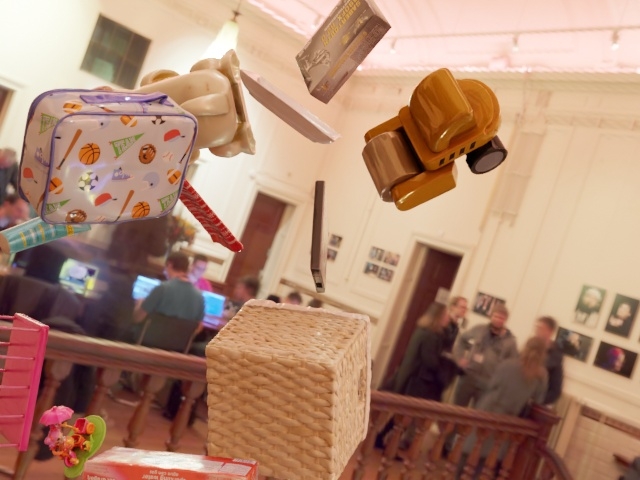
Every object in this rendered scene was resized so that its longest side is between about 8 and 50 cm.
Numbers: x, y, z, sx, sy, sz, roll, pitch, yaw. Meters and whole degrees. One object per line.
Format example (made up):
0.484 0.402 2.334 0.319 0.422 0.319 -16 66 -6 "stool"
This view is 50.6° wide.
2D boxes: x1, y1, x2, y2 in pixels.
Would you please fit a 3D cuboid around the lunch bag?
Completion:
-0.365 -0.154 1.198 0.115 0.243 0.303 36 30 32 "lunch bag"

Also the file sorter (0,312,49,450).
-0.786 0.323 1.588 0.182 0.291 0.202 12 -4 -40 "file sorter"

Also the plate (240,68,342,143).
-0.075 -0.324 1.700 0.277 0.045 0.278 37 11 -2 "plate"

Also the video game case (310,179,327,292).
0.000 0.000 1.549 0.026 0.196 0.274 2 -14 4 "video game case"

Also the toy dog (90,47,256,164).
-0.397 -0.293 1.732 0.407 0.285 0.395 -11 22 5 "toy dog"

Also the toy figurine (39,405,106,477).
-0.668 0.506 1.764 0.130 0.173 0.159 -7 -40 25 "toy figurine"

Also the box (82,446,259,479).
-0.235 0.408 1.069 0.256 0.123 0.128 5 -7 4 "box"

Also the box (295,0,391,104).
0.045 -0.453 1.557 0.056 0.231 0.183 26 30 -33 "box"

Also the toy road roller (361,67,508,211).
0.243 -0.241 1.523 0.240 0.329 0.203 43 22 -61 "toy road roller"

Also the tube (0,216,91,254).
-0.617 -0.028 1.528 0.052 0.080 0.207 17 31 37 "tube"

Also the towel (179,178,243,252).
-0.313 -0.083 1.708 0.275 0.031 0.199 52 -15 -26 "towel"

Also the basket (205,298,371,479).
-0.074 0.342 1.560 0.331 0.328 0.266 6 16 19 "basket"
